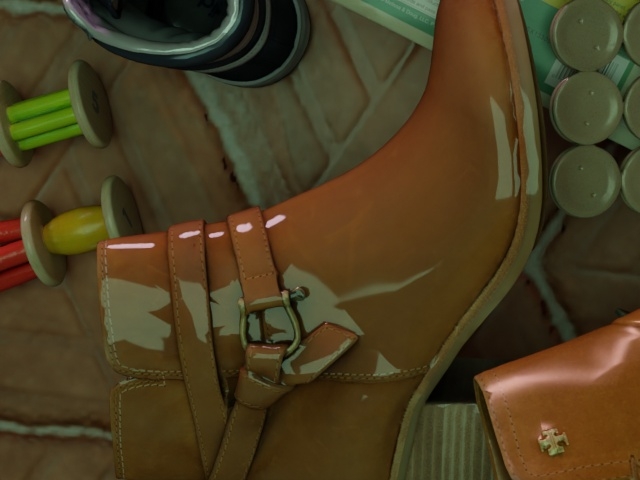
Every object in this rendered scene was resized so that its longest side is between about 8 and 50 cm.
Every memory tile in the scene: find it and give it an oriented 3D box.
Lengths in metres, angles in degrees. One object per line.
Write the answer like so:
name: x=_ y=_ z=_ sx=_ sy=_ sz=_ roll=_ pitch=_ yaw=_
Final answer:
memory tile: x=0.167 y=-0.085 z=0.946 sx=0.113 sy=0.012 sz=0.148 roll=-2 pitch=98 yaw=-11

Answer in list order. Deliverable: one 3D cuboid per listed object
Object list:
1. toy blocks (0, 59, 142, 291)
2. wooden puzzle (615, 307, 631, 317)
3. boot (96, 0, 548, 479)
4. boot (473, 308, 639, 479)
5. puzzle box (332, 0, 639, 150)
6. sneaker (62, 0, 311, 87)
toy blocks: x=-0.188 y=-0.027 z=1.092 sx=0.148 sy=0.054 sz=0.123 roll=-15 pitch=92 yaw=11
wooden puzzle: x=0.199 y=0.055 z=1.030 sx=0.083 sy=0.049 sz=0.006 roll=23 pitch=99 yaw=8
boot: x=0.000 y=0.000 z=0.944 sx=0.220 sy=0.109 sz=0.283 roll=2 pitch=107 yaw=5
boot: x=0.174 y=0.042 z=0.874 sx=0.211 sy=0.104 sz=0.295 roll=-7 pitch=65 yaw=-2
puzzle box: x=0.237 y=-0.161 z=0.977 sx=0.409 sy=0.052 sz=0.272 roll=27 pitch=99 yaw=-2
sneaker: x=-0.137 y=-0.180 z=1.022 sx=0.282 sy=0.153 sz=0.099 roll=34 pitch=98 yaw=6
